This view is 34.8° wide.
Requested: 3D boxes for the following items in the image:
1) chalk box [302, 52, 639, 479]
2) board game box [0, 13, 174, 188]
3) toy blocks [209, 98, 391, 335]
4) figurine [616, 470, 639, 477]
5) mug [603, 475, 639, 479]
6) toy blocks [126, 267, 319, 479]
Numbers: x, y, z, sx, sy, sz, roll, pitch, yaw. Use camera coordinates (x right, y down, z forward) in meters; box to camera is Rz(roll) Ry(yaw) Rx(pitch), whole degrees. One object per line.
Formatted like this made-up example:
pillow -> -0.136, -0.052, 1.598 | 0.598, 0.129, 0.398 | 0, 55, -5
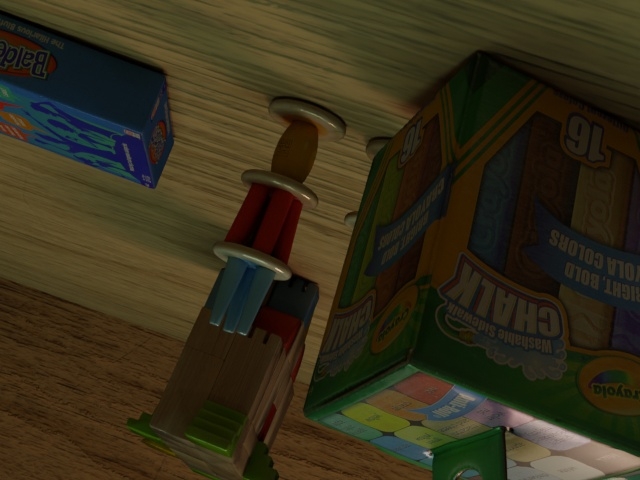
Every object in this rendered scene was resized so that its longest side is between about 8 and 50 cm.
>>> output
chalk box -> 0.082, 0.045, 0.509 | 0.132, 0.213, 0.132 | 24, 152, -14
board game box -> -0.214, -0.110, 0.738 | 0.210, 0.047, 0.160 | 21, 168, -1
toy blocks -> 0.000, 0.000, 0.647 | 0.123, 0.148, 0.054 | 22, 168, -7
figurine -> 0.296, 0.169, 0.734 | 0.215, 0.092, 0.209 | 24, 166, -29
mug -> 0.297, 0.177, 1.027 | 0.129, 0.157, 0.097 | 29, 136, -20
toy blocks -> -0.089, 0.151, 1.255 | 0.191, 0.260, 0.381 | 20, 161, 9
